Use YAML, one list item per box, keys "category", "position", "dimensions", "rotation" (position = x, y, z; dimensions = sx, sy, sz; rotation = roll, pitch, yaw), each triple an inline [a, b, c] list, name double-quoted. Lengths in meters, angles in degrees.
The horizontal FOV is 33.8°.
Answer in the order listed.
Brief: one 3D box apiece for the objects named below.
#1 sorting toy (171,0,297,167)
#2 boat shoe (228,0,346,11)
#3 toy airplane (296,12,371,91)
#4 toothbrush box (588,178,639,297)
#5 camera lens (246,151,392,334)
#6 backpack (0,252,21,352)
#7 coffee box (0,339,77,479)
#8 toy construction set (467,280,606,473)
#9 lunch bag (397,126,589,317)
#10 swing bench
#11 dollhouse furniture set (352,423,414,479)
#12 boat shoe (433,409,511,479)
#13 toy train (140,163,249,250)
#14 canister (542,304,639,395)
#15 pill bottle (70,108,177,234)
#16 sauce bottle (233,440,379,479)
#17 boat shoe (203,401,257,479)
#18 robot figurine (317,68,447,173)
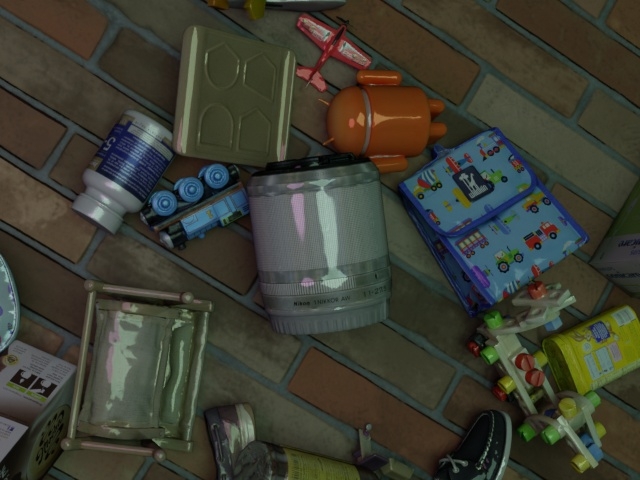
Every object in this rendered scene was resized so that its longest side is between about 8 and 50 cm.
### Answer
- category: "sorting toy"
  position: [-0.140, -0.282, 1.760]
  dimensions: [0.229, 0.041, 0.307]
  rotation: [5, 91, -43]
- category: "boat shoe"
  position: [-0.062, -0.438, 1.817]
  dimensions: [0.219, 0.078, 0.070]
  rotation: [1, 87, -12]
- category: "toy airplane"
  position: [0.012, -0.326, 1.854]
  dimensions: [0.151, 0.028, 0.151]
  rotation: [1, 86, -13]
- category: "toothbrush box"
  position: [0.644, -0.043, 1.904]
  dimensions: [0.122, 0.206, 0.283]
  rotation: [37, 78, -10]
- category: "camera lens"
  position: [0.000, 0.000, 1.724]
  dimensions: [0.219, 0.219, 0.274]
  rotation: [-8, 96, -14]
- category: "backpack"
  position: [-0.587, 0.100, 1.603]
  dimensions: [0.253, 0.191, 0.225]
  rotation: [-14, 89, -20]
- category: "coffee box"
  position: [-0.481, 0.313, 1.534]
  dimensions: [0.119, 0.168, 0.297]
  rotation: [21, 41, 10]
- category: "toy construction set"
  position: [0.372, 0.223, 1.805]
  dimensions: [0.151, 0.215, 0.328]
  rotation: [-21, 105, -18]
- category: "lunch bag"
  position: [0.289, -0.049, 1.872]
  dimensions: [0.221, 0.138, 0.293]
  rotation: [-33, 82, -13]
- category: "swing bench"
  position: [-0.277, 0.203, 1.647]
  dimensions: [0.165, 0.255, 0.253]
  rotation: [7, 83, 3]
- category: "dollhouse furniture set"
  position: [0.098, 0.378, 1.842]
  dimensions: [0.114, 0.091, 0.081]
  rotation: [32, 36, -32]
- category: "boat shoe"
  position: [0.238, 0.426, 1.820]
  dimensions: [0.091, 0.114, 0.302]
  rotation: [25, 80, -17]
- category: "toy train"
  position: [-0.206, -0.057, 1.758]
  dimensions: [0.184, 0.080, 0.105]
  rotation: [-29, 100, -14]
- category: "canister"
  position: [0.507, 0.203, 1.923]
  dimensions: [0.170, 0.073, 0.126]
  rotation: [-23, 92, -16]
- category: "pill bottle"
  position: [-0.320, -0.108, 1.713]
  dimensions: [0.112, 0.112, 0.187]
  rotation: [33, 79, -10]
- category: "sauce bottle"
  position: [0.022, 0.412, 1.724]
  dimensions: [0.344, 0.111, 0.111]
  rotation: [22, 81, -32]
- category: "boat shoe"
  position: [-0.151, 0.411, 1.734]
  dimensions: [0.092, 0.103, 0.285]
  rotation: [-1, 83, -9]
- category: "robot figurine"
  position: [0.105, -0.207, 1.820]
  dimensions: [0.219, 0.128, 0.158]
  rotation: [-2, 118, -15]
